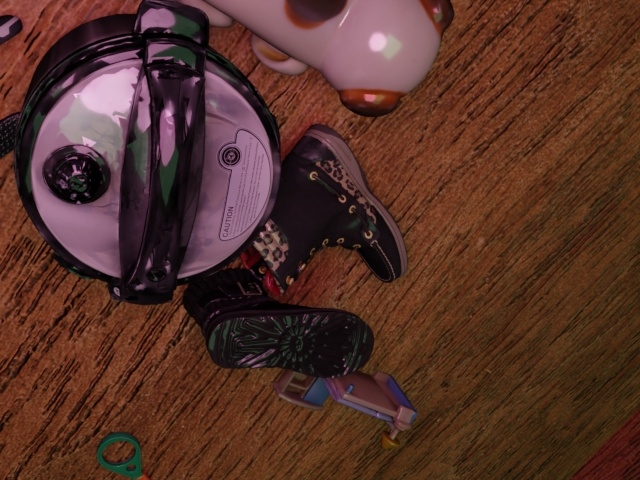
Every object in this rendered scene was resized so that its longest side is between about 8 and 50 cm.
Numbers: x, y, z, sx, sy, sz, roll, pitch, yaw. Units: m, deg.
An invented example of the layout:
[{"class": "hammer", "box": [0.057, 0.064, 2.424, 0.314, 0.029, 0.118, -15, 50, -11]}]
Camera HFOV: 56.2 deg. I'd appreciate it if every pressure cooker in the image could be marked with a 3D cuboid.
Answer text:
[{"class": "pressure cooker", "box": [-0.257, -0.129, 0.902, 0.375, 0.420, 0.370, -35, 122, -3]}]

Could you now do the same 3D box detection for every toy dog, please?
[{"class": "toy dog", "box": [0.005, -0.380, 0.910, 0.407, 0.395, 0.285, 29, 93, -22]}]

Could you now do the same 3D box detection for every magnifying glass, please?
[{"class": "magnifying glass", "box": [-0.435, 0.529, 1.393, 0.092, 0.026, 0.231, -27, 120, -8]}]

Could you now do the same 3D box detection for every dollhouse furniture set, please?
[{"class": "dollhouse furniture set", "box": [0.004, 0.336, 1.304, 0.286, 0.303, 0.198, 27, 102, -30]}]

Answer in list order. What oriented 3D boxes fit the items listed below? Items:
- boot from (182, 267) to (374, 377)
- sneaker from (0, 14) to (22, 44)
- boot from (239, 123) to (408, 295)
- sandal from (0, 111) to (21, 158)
[{"class": "boot", "box": [-0.089, 0.154, 1.204, 0.347, 0.260, 0.131, 11, 100, -22]}, {"class": "sneaker", "box": [-0.570, -0.315, 0.883, 0.234, 0.084, 0.097, -19, 118, -13]}, {"class": "boot", "box": [0.000, 0.000, 1.181, 0.284, 0.138, 0.377, -44, 121, -24]}, {"class": "sandal", "box": [-0.560, -0.156, 0.998, 0.179, 0.040, 0.067, -35, 129, -19]}]
